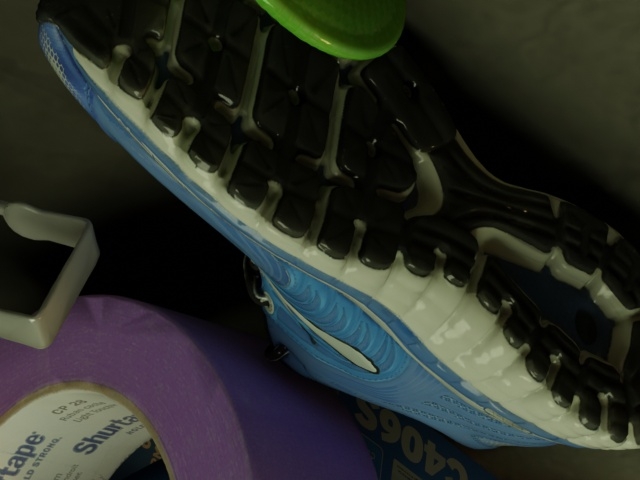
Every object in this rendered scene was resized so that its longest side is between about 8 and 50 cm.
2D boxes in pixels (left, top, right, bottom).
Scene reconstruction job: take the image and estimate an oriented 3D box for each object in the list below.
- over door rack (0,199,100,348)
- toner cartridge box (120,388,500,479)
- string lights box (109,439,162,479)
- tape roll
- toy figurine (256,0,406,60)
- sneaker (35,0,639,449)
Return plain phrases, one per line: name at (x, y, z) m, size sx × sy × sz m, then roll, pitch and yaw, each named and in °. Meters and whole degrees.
over door rack at (-0.225, -0.118, 0.758) m, size 0.324 × 0.108 × 0.239 m, roll 25°, pitch 148°, yaw 24°
toner cartridge box at (-0.061, 0.201, 1.046) m, size 0.348 × 0.075 × 0.165 m, roll -32°, pitch 125°, yaw 34°
string lights box at (-0.101, 0.158, 1.128) m, size 0.259 × 0.077 × 0.133 m, roll 31°, pitch 138°, yaw -21°
tape roll at (-0.097, 0.168, 0.902) m, size 0.274 × 0.275 × 0.090 m, roll -19°, pitch 153°, yaw 38°
toy figurine at (0.031, -0.173, 0.640) m, size 0.159 × 0.130 × 0.173 m, roll -32°, pitch 100°, yaw 29°
sneaker at (0.000, 0.000, 0.835) m, size 0.330 × 0.130 × 0.147 m, roll 40°, pitch 141°, yaw -22°
